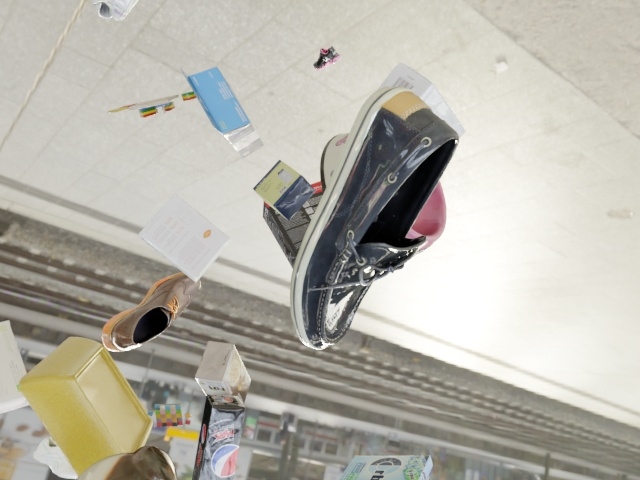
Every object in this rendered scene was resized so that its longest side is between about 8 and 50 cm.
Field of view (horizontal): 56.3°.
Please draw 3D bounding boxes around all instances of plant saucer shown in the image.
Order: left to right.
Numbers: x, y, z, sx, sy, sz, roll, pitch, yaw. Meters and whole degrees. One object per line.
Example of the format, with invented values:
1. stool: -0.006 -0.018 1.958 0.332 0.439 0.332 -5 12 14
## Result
1. plant saucer: -0.489 0.380 1.338 0.081 0.333 0.333 -29 -171 -1

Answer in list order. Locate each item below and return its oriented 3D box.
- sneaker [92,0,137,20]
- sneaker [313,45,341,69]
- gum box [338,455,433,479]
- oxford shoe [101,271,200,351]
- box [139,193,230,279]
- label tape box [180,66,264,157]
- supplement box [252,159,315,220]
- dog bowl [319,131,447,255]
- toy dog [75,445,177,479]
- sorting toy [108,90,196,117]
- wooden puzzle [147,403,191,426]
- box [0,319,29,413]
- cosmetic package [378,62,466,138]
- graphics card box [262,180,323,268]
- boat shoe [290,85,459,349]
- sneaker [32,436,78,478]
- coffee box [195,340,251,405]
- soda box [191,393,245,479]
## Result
1. sneaker: -0.649 -0.755 1.765 0.305 0.152 0.114 41 -166 30
2. sneaker: 0.012 -0.574 1.868 0.119 0.047 0.057 -7 131 52
3. gum box: 0.134 0.521 1.289 0.184 0.041 0.157 -9 -173 27
4. oxford shoe: -0.455 0.208 1.747 0.133 0.363 0.130 -4 117 36
5. box: -0.324 -0.004 1.436 0.170 0.130 0.091 40 166 -3
6. label tape box: -0.319 -0.444 2.017 0.106 0.240 0.333 -31 169 2
7. supplement box: -0.073 -0.101 1.190 0.083 0.083 0.056 40 176 40
8. dog bowl: 0.189 -0.132 1.615 0.150 0.408 0.408 -24 142 37
9. toy dog: -0.287 0.554 1.087 0.284 0.395 0.408 -21 123 10
10. sorting toy: -0.549 -0.435 1.962 0.274 0.046 0.132 -10 -161 7
11. wooden puzzle: -0.288 0.333 1.138 0.083 0.049 0.006 -1 -158 -2
12. box: -0.861 0.321 1.375 0.322 0.232 0.058 -10 140 -37
13. cosmetic package: 0.243 -0.306 1.404 0.117 0.085 0.231 47 -169 34
14. graphics card box: 0.000 0.000 1.859 0.233 0.371 0.094 -21 152 -22
15. boat shoe: 0.083 -0.002 1.011 0.156 0.500 0.187 34 -153 27
16. sneaker: -0.698 0.584 1.601 0.152 0.061 0.054 27 176 12
17. coffee box: -0.321 0.464 2.001 0.098 0.141 0.246 4 139 14
18. soda box: -0.159 0.327 0.918 0.053 0.169 0.060 9 -178 -21
